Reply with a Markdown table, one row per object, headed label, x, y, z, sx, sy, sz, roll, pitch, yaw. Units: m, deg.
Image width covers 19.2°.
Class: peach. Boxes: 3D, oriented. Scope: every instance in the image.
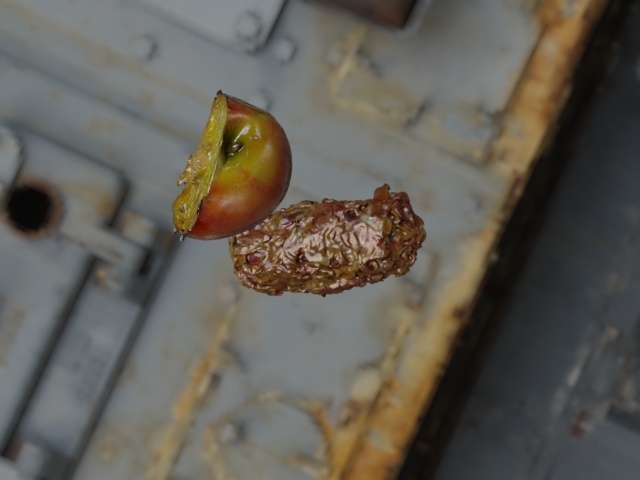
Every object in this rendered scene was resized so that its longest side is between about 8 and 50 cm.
| label | x | y | z | sx | sy | sz | roll | pitch | yaw |
| --- | --- | --- | --- | --- | --- | --- | --- | --- | --- |
| peach | -0.050 | -0.037 | 1.125 | 0.098 | 0.061 | 0.098 | -164 | 90 | -79 |

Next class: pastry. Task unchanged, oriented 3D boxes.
| label | x | y | z | sx | sy | sz | roll | pitch | yaw |
| --- | --- | --- | --- | --- | --- | --- | --- | --- | --- |
| pastry | 0.001 | 0.003 | 1.550 | 0.063 | 0.169 | 0.087 | 21 | -121 | -71 |
